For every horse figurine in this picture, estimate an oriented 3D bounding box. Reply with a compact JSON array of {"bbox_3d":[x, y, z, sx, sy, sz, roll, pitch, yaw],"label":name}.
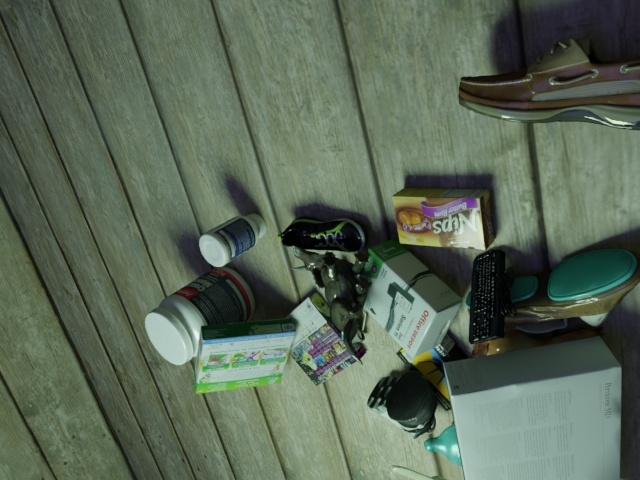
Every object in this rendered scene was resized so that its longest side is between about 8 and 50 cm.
[{"bbox_3d":[0.416,0.235,1.073,0.264,0.066,0.174,6,125,35],"label":"horse figurine"}]

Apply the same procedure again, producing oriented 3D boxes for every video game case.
[{"bbox_3d":[-0.012,0.274,1.473,0.210,0.042,0.232,50,136,6],"label":"video game case"}]

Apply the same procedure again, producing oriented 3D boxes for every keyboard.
[{"bbox_3d":[0.310,0.093,0.998,0.038,0.191,0.100,32,142,-27],"label":"keyboard"}]

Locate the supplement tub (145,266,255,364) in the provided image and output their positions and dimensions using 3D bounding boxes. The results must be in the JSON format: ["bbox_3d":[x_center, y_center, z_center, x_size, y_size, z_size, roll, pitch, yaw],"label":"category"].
[{"bbox_3d":[-0.339,0.211,1.549,0.191,0.272,0.191,20,126,30],"label":"supplement tub"}]

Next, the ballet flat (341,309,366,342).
[{"bbox_3d":[0.077,0.160,1.327,0.068,0.072,0.213,-3,116,12],"label":"ballet flat"}]

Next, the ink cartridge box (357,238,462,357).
[{"bbox_3d":[0.180,0.123,1.155,0.208,0.087,0.153,45,136,32],"label":"ink cartridge box"}]

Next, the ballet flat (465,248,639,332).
[{"bbox_3d":[0.426,0.110,0.970,0.124,0.116,0.342,44,139,-18],"label":"ballet flat"}]

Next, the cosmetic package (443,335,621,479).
[{"bbox_3d":[0.404,0.376,1.022,0.285,0.097,0.376,-10,117,9],"label":"cosmetic package"}]

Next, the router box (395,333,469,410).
[{"bbox_3d":[0.278,0.292,1.236,0.179,0.046,0.133,49,136,7],"label":"router box"}]

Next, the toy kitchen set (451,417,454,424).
[{"bbox_3d":[0.351,0.417,1.233,0.075,0.068,0.083,44,135,11],"label":"toy kitchen set"}]

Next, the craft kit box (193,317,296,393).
[{"bbox_3d":[-0.211,0.318,1.477,0.060,0.250,0.246,-114,31,-45],"label":"craft kit box"}]

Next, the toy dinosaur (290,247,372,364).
[{"bbox_3d":[0.053,0.119,1.175,0.313,0.121,0.160,63,159,22],"label":"toy dinosaur"}]

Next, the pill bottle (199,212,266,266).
[{"bbox_3d":[-0.220,-0.008,1.391,0.094,0.169,0.094,21,127,31],"label":"pill bottle"}]

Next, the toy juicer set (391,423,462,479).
[{"bbox_3d":[0.343,0.465,1.191,0.329,0.089,0.209,-30,121,16],"label":"toy juicer set"}]

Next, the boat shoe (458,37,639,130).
[{"bbox_3d":[0.374,-0.238,0.800,0.324,0.123,0.119,11,116,26],"label":"boat shoe"}]

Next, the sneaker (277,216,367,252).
[{"bbox_3d":[0.000,0.000,1.261,0.235,0.097,0.084,3,117,39],"label":"sneaker"}]

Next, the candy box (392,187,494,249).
[{"bbox_3d":[0.241,-0.044,1.064,0.187,0.053,0.109,7,118,39],"label":"candy box"}]

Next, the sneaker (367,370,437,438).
[{"bbox_3d":[0.224,0.390,1.251,0.146,0.122,0.330,36,166,0],"label":"sneaker"}]
